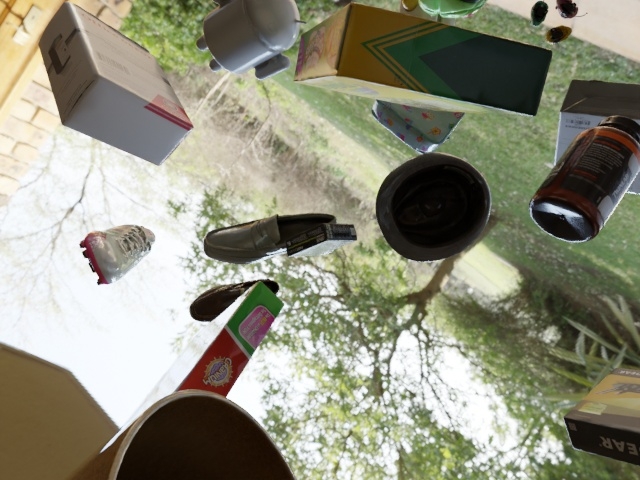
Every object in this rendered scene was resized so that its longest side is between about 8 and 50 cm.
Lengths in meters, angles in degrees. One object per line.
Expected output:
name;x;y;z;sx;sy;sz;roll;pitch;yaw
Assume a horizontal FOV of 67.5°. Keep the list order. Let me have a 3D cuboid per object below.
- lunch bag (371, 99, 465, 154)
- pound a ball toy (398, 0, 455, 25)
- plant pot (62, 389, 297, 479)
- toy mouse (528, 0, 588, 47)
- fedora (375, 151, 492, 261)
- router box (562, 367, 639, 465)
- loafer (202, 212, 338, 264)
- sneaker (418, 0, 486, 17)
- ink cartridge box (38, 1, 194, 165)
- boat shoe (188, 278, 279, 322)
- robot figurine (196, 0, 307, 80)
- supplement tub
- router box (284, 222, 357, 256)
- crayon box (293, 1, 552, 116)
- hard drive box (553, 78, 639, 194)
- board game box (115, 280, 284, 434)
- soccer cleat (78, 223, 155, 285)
lunch bag;0.330;-0.431;1.590;0.279;0.224;0.108;38;158;5
pound a ball toy;0.248;-0.617;1.305;0.136;0.318;0.208;-5;-160;-33
plant pot;-0.161;0.284;0.370;0.237;0.254;0.237;53;-166;-19
toy mouse;0.563;-0.550;1.166;0.031;0.161;0.143;-156;42;-87
fedora;0.257;-0.077;1.135;0.243;0.276;0.124;61;177;0
router box;0.711;0.365;0.979;0.309;0.243;0.080;-13;97;59
loafer;-0.114;-0.017;1.119;0.111;0.320;0.112;95;165;-50
sneaker;0.350;-0.683;0.997;0.186;0.482;0.202;18;159;19
ink cartridge box;-0.305;-0.231;0.710;0.159;0.092;0.217;23;-150;-52
boat shoe;-0.233;0.155;1.327;0.095;0.258;0.095;-31;78;60
robot figurine;-0.208;-0.636;1.437;0.299;0.354;0.199;57;-143;-27
supplement tub;0.410;-0.099;0.724;0.106;0.198;0.106;37;164;12
router box;0.000;0.000;0.989;0.092;0.123;0.038;-1;-106;-46
crayon box;0.140;-0.294;0.827;0.314;0.105;0.363;5;-165;-14
hard drive box;0.585;-0.205;0.975;0.181;0.089;0.232;17;159;28
board game box;-0.208;0.230;0.774;0.064;0.242;0.316;44;-143;-9
soccer cleat;-0.450;0.011;1.091;0.331;0.143;0.115;22;133;68
